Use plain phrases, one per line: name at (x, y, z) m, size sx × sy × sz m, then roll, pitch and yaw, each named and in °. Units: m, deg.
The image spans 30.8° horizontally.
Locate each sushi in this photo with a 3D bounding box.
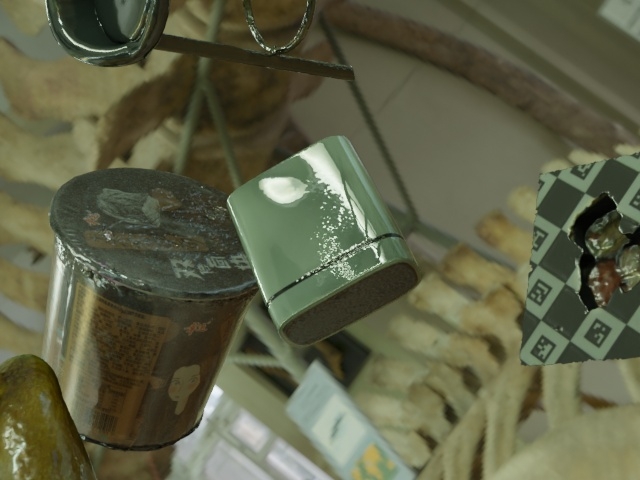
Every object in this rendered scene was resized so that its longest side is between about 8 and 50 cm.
sushi at (0.321, 0.022, 1.213) m, size 0.220 × 0.047 × 0.231 m, roll -11°, pitch 60°, yaw 44°

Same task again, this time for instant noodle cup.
instant noodle cup at (-0.169, 0.070, 1.115) m, size 0.217 × 0.217 × 0.207 m, roll -39°, pitch -27°, yaw -58°

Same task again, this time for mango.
mango at (-0.236, 0.251, 0.954) m, size 0.193 × 0.146 × 0.316 m, roll 154°, pitch 116°, yaw -71°

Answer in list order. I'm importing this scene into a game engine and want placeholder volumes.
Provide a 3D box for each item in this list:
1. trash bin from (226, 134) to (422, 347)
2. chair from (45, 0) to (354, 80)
trash bin at (0.000, 0.000, 0.893) m, size 0.116 × 0.130 × 0.059 m, roll -29°, pitch -34°, yaw 5°
chair at (-0.058, -0.165, 0.752) m, size 0.221 × 0.104 × 0.095 m, roll -9°, pitch -18°, yaw -33°
